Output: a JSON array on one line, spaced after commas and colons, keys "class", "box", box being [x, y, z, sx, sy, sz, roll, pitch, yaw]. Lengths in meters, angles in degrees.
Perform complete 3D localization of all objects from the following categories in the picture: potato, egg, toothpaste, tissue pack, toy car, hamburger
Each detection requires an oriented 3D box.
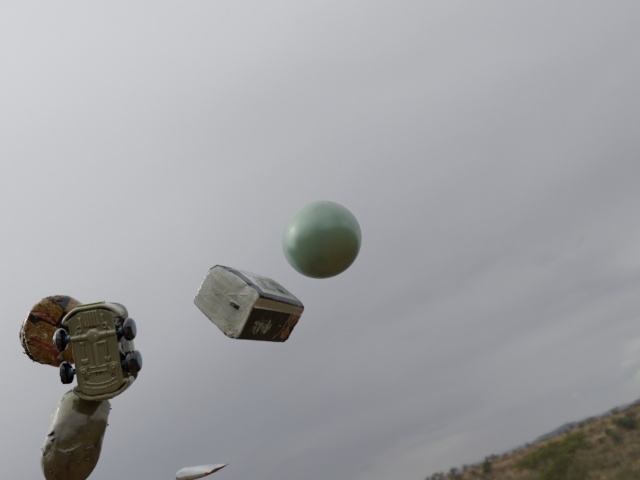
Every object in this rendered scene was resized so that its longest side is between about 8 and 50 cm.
[{"class": "potato", "box": [-0.633, 0.504, 1.507, 0.165, 0.262, 0.164, -3, -40, -2]}, {"class": "egg", "box": [0.000, 0.000, 1.262, 0.168, 0.167, 0.231, -12, -6, -16]}, {"class": "toothpaste", "box": [-0.267, 0.510, 1.281, 0.048, 0.031, 0.190, -4, -19, -43]}, {"class": "tissue pack", "box": [-0.107, 0.101, 0.905, 0.090, 0.103, 0.170, -56, -25, 1]}, {"class": "toy car", "box": [-0.565, 0.283, 1.543, 0.205, 0.247, 0.198, -9, -2, -2]}, {"class": "hamburger", "box": [-0.805, 0.281, 1.787, 0.231, 0.230, 0.107, -7, -14, -26]}]
